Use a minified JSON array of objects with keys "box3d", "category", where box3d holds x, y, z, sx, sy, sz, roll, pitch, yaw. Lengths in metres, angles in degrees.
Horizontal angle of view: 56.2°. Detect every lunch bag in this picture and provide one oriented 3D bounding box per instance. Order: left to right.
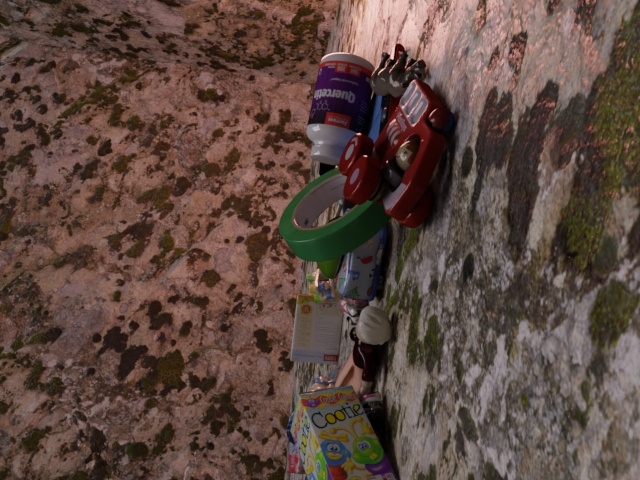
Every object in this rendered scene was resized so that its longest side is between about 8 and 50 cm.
[{"box3d":[0.112,0.028,1.682,0.303,0.115,0.243,-114,34,-78],"category":"lunch bag"}]

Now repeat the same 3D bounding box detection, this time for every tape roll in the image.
[{"box3d":[0.045,-0.082,1.566,0.077,0.321,0.321,55,-164,-30],"category":"tape roll"}]

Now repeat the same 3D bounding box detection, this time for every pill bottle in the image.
[{"box3d":[0.060,-0.407,1.882,0.181,0.181,0.323,160,122,-82],"category":"pill bottle"}]

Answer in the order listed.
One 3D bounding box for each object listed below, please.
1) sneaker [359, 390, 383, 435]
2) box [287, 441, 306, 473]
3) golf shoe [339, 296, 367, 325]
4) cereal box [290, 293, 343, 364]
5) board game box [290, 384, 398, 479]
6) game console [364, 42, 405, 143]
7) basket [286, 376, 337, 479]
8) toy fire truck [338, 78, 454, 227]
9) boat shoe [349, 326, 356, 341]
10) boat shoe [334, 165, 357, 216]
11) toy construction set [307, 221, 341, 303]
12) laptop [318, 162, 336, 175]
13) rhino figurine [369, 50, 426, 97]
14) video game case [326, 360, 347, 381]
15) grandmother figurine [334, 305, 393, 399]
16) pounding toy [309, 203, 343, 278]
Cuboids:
[{"box3d":[0.113,0.451,1.455,0.077,0.072,0.178,-108,18,-50],"category":"sneaker"},{"box3d":[-0.022,0.698,1.992,0.300,0.142,0.154,114,161,-67],"category":"box"},{"box3d":[0.091,0.213,1.824,0.186,0.067,0.086,159,120,-83],"category":"golf shoe"},{"box3d":[-0.012,0.319,2.153,0.047,0.173,0.240,180,97,-83],"category":"cereal box"},{"box3d":[0.045,0.485,1.356,0.275,0.142,0.144,-120,34,-50],"category":"board game box"},{"box3d":[0.168,-0.332,1.767,0.386,0.060,0.342,118,158,-70],"category":"game console"},{"box3d":[0.001,0.559,1.694,0.254,0.201,0.289,105,179,-45],"category":"basket"},{"box3d":[0.175,-0.188,1.255,0.254,0.169,0.302,-59,19,26],"category":"toy fire truck"},{"box3d":[0.113,0.271,1.723,0.133,0.042,0.049,136,142,-77],"category":"boat shoe"},{"box3d":[0.096,-0.136,1.950,0.103,0.118,0.320,113,156,-53],"category":"boat shoe"},{"box3d":[0.032,0.080,2.105,0.215,0.151,0.327,63,-147,-55],"category":"toy construction set"},{"box3d":[0.052,-0.331,2.387,0.264,0.137,0.234,137,139,-79],"category":"laptop"},{"box3d":[0.198,-0.408,1.492,0.106,0.073,0.243,-68,26,6],"category":"rhino figurine"},{"box3d":[0.026,0.518,2.003,0.285,0.025,0.204,115,180,-69],"category":"video game case"},{"box3d":[0.108,0.293,1.523,0.342,0.104,0.208,100,164,-45],"category":"grandmother figurine"},{"box3d":[0.000,0.000,1.730,0.237,0.110,0.183,-93,16,-66],"category":"pounding toy"}]
